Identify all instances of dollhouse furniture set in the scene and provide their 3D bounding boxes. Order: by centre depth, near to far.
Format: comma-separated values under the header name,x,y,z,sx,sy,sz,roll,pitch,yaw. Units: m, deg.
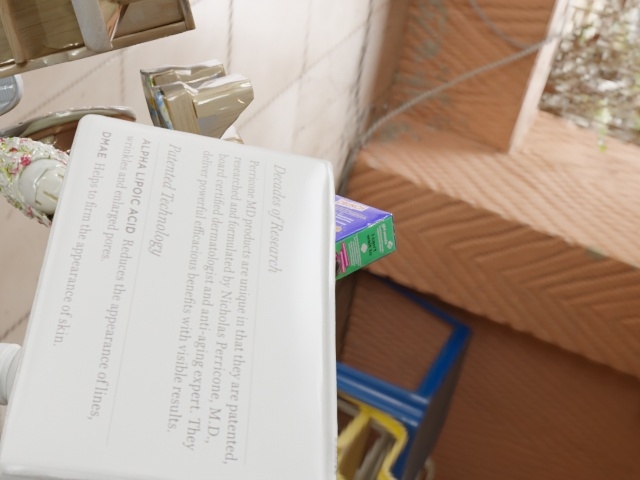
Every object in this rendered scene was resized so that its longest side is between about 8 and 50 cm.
name,x,y,z,sx,sy,sz,roll,pitch,yaw
dollhouse furniture set,-0.233,-0.215,0.820,0.394,0.256,0.362,-131,-154,-71

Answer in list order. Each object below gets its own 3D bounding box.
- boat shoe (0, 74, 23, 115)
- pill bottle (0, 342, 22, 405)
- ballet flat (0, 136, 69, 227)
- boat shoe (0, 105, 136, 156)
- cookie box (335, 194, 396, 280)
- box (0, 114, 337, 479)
name,x,y,z,sx,sy,sz,roll,pitch,yaw
boat shoe,-0.556,-0.214,1.379,0.094,0.302,0.109,-83,170,-73
pill bottle,-0.366,0.202,1.404,0.117,0.208,0.117,6,90,-75
ballet flat,-0.260,-0.034,1.091,0.091,0.241,0.077,-55,-167,-14
boat shoe,-0.428,-0.123,1.492,0.123,0.324,0.116,-132,-153,-81
cookie box,0.000,0.000,0.909,0.107,0.092,0.040,-26,121,-34
box,-0.072,0.074,0.454,0.181,0.119,0.182,112,-16,-46
